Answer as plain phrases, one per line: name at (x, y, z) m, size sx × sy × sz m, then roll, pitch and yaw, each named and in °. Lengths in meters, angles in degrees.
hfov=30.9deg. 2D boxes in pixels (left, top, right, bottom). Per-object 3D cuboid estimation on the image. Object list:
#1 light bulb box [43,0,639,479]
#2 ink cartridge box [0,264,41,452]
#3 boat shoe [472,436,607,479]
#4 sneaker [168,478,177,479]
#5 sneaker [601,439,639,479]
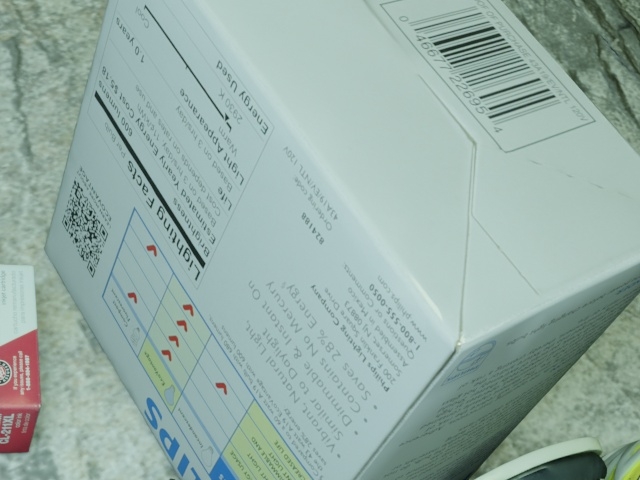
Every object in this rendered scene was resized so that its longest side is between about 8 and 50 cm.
light bulb box at (0.000, 0.000, 0.835) m, size 0.225 × 0.361 × 0.358 m, roll -19°, pitch 63°, yaw -34°
ink cartridge box at (-0.298, 0.085, 0.838) m, size 0.175 × 0.072 × 0.127 m, roll 2°, pitch 54°, yaw -21°
boat shoe at (0.091, 0.250, 0.833) m, size 0.340 × 0.127 × 0.113 m, roll -18°, pitch 63°, yaw -30°
sneaker at (-0.167, 0.237, 0.774) m, size 0.232 × 0.081 × 0.090 m, roll -16°, pitch 58°, yaw -39°
sneaker at (0.235, 0.290, 0.847) m, size 0.145 × 0.147 × 0.384 m, roll 25°, pitch 50°, yaw -5°
